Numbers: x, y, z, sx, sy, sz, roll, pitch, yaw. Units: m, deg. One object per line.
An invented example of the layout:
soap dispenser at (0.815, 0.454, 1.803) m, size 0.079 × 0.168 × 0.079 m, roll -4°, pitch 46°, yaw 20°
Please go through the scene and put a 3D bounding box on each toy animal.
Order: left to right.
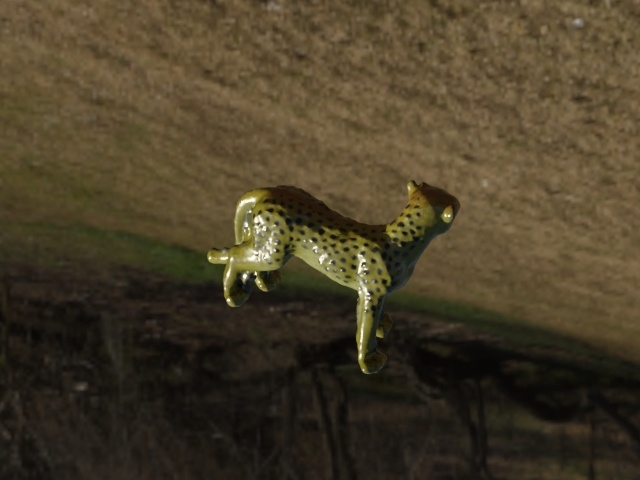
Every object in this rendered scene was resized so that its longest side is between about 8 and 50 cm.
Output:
toy animal at (0.000, 0.000, 0.825) m, size 0.181 × 0.136 × 0.073 m, roll 23°, pitch -148°, yaw 17°
